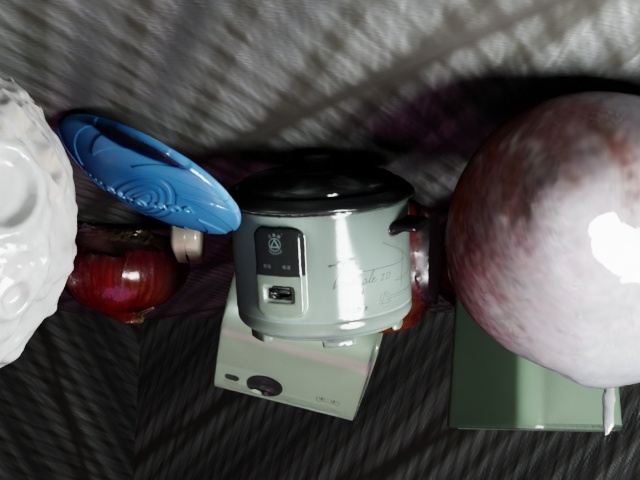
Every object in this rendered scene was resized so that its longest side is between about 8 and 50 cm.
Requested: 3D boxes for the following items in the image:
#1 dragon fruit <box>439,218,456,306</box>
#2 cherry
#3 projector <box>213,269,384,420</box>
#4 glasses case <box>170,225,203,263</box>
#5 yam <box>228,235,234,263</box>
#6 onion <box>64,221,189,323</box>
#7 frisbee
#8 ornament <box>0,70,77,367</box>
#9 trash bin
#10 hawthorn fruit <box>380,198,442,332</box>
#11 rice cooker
[{"bbox_3d":[0.255,0.033,1.939,0.182,0.188,0.182,-10,-157,4],"label":"dragon fruit"},{"bbox_3d":[0.294,-0.003,1.247,0.327,0.291,0.335,20,156,-2],"label":"cherry"},{"bbox_3d":[-0.024,0.122,2.005,0.249,0.248,0.248,14,141,1],"label":"projector"},{"bbox_3d":[-0.216,-0.011,2.015,0.050,0.083,0.196,3,170,-3],"label":"glasses case"},{"bbox_3d":[0.022,0.011,2.117,0.372,0.083,0.083,-2,171,16],"label":"yam"},{"bbox_3d":[-0.348,0.049,2.149,0.248,0.161,0.248,24,-173,-3],"label":"onion"},{"bbox_3d":[-0.207,-0.065,1.444,0.242,0.045,0.242,23,162,8],"label":"frisbee"},{"bbox_3d":[-0.388,-0.015,1.135,0.337,0.337,0.337,2,172,0],"label":"ornament"},{"bbox_3d":[0.293,0.091,1.695,0.158,0.343,0.223,7,169,-23],"label":"trash bin"},{"bbox_3d":[0.059,0.030,1.800,0.250,0.215,0.215,4,172,-9],"label":"hawthorn fruit"},{"bbox_3d":[0.000,0.000,1.551,0.281,0.226,0.241,5,-165,29],"label":"rice cooker"}]
